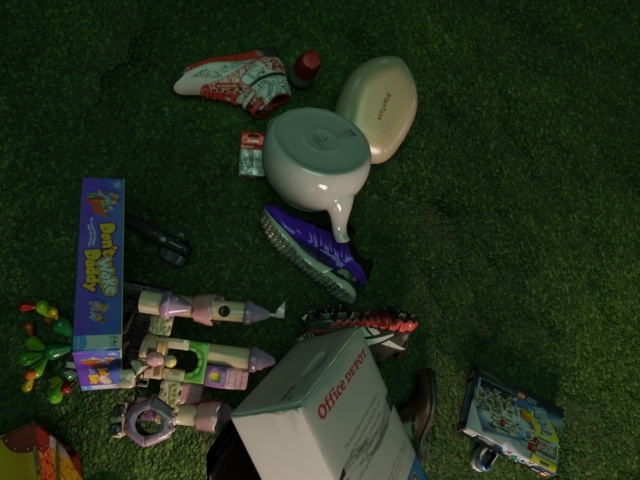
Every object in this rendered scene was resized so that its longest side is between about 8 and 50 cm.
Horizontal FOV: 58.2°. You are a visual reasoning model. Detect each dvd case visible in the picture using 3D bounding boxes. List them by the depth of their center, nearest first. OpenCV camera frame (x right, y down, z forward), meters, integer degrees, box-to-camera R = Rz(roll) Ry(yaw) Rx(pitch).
[{"bbox_3d":[-0.425,0.187,1.220,0.165,0.018,0.221,14,61,-15],"label":"dvd case"}]

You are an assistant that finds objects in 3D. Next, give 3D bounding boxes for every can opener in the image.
[{"bbox_3d":[-0.369,-0.012,1.281,0.186,0.059,0.073,32,78,-3],"label":"can opener"}]

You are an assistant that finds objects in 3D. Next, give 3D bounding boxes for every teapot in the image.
[{"bbox_3d":[-0.022,-0.157,1.265,0.253,0.187,0.256,18,49,-4],"label":"teapot"}]

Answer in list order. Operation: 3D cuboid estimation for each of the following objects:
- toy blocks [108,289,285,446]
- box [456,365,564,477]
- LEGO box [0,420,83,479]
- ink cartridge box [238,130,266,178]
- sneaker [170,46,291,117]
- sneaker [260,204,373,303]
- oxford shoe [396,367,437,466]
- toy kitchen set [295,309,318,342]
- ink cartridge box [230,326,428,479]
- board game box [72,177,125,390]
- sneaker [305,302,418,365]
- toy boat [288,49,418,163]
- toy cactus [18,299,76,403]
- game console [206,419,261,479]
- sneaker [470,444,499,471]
[{"bbox_3d":[-0.217,0.243,1.134,0.260,0.309,0.288,8,80,-1],"label":"toy blocks"},{"bbox_3d":[0.436,0.411,1.311,0.233,0.044,0.159,28,53,-3],"label":"box"},{"bbox_3d":[-0.666,0.609,0.987,0.501,0.193,0.372,-22,53,-11],"label":"LEGO box"},{"bbox_3d":[-0.160,-0.206,1.360,0.063,0.029,0.115,4,81,-8],"label":"ink cartridge box"},{"bbox_3d":[-0.202,-0.351,1.347,0.270,0.090,0.144,-19,82,-14],"label":"sneaker"},{"bbox_3d":[0.000,0.000,1.323,0.293,0.102,0.146,42,71,-4],"label":"sneaker"},{"bbox_3d":[0.203,0.393,1.291,0.096,0.083,0.227,17,78,-1],"label":"oxford shoe"},{"bbox_3d":[-0.021,0.209,1.288,0.068,0.075,0.083,-36,83,-11],"label":"toy kitchen set"},{"bbox_3d":[0.037,0.408,1.103,0.166,0.285,0.394,-18,101,30],"label":"ink cartridge box"},{"bbox_3d":[-0.422,0.087,1.114,0.078,0.233,0.347,1,62,-19],"label":"board game box"},{"bbox_3d":[0.089,0.211,1.269,0.276,0.098,0.135,7,97,-29],"label":"sneaker"},{"bbox_3d":[0.074,-0.346,1.375,0.318,0.148,0.267,28,83,-11],"label":"toy boat"},{"bbox_3d":[-0.537,0.222,1.206,0.181,0.112,0.218,-10,73,-20],"label":"toy cactus"},{"bbox_3d":[-0.087,0.376,1.212,0.361,0.044,0.213,-54,136,-24],"label":"game console"},{"bbox_3d":[0.395,0.468,1.318,0.052,0.058,0.135,26,76,-4],"label":"sneaker"}]
